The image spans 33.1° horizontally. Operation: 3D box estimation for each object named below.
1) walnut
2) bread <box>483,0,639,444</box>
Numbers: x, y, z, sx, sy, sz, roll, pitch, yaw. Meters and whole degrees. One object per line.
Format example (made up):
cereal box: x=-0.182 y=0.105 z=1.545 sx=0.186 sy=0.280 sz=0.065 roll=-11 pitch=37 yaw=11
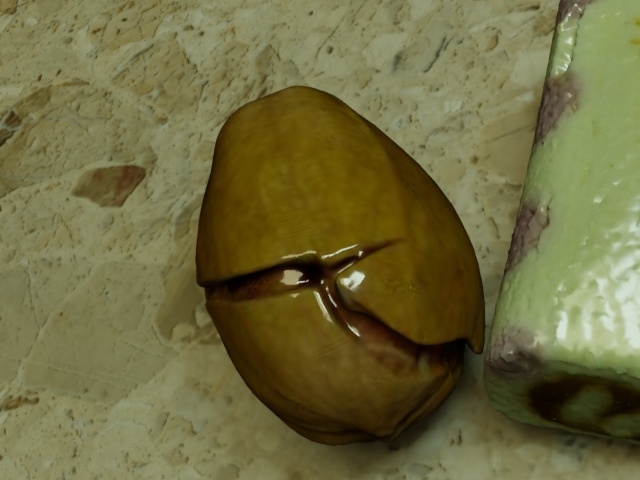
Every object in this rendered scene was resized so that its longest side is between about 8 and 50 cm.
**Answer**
walnut: x=0.000 y=0.000 z=0.838 sx=0.209 sy=0.209 sz=0.336 roll=-28 pitch=50 yaw=7
bread: x=0.238 y=-0.028 z=0.779 sx=0.187 sy=0.155 sz=0.338 roll=8 pitch=65 yaw=17
